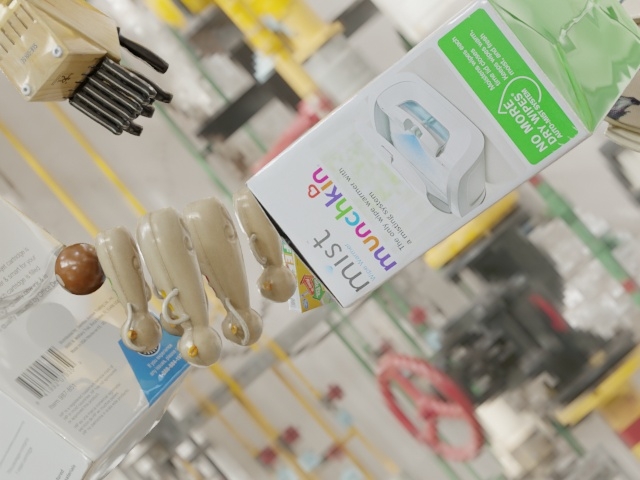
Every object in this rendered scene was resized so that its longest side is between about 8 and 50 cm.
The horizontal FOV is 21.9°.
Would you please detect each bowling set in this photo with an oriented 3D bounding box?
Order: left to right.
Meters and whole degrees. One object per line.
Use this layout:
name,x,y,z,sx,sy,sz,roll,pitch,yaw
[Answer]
bowling set,-0.153,0.052,1.664,0.200,0.154,0.287,-18,0,25

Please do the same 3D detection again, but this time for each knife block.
knife block,-0.313,-0.251,2.074,0.088,0.275,0.242,-45,-13,21

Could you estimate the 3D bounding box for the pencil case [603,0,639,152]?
pencil case,0.351,-0.290,1.728,0.183,0.160,0.410,94,-173,-51

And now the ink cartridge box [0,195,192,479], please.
ink cartridge box,-0.315,0.112,1.710,0.129,0.307,0.223,-57,-7,38

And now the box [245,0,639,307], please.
box,0.105,-0.093,1.237,0.231,0.127,0.262,-36,4,28

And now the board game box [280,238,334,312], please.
board game box,0.000,0.000,2.021,0.103,0.154,0.026,-19,20,-34
